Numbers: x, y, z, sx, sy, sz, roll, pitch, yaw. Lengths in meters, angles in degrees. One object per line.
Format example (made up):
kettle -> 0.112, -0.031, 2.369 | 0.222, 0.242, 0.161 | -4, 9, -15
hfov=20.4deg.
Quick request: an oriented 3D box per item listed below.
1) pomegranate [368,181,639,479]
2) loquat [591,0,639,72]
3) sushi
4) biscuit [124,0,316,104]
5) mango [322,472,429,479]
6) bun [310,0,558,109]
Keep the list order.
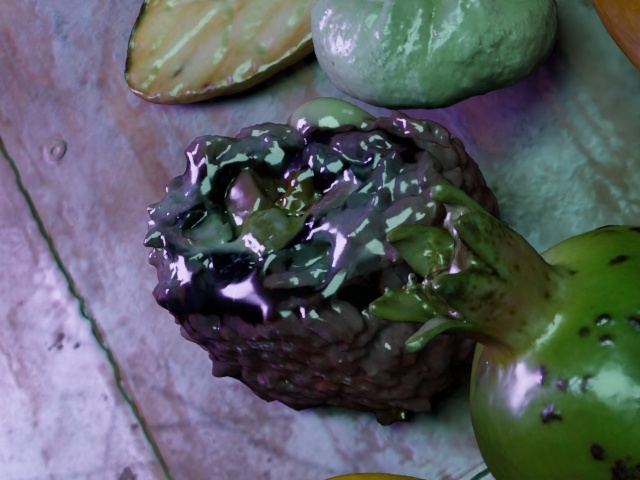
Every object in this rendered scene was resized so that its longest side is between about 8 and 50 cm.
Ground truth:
pomegranate -> 0.178, 0.094, 1.158 | 0.231, 0.286, 0.231 | -18, 65, 43
loquat -> 0.336, -0.224, 1.219 | 0.328, 0.328, 0.328 | -11, 62, 21
sushi -> 0.000, 0.000, 1.355 | 0.270, 0.171, 0.236 | 5, 69, 33
biscuit -> -0.069, -0.216, 1.574 | 0.260, 0.041, 0.203 | -41, 59, 4
mango -> 0.080, 0.257, 1.225 | 0.317, 0.119, 0.176 | 15, 66, 26
bun -> 0.089, -0.186, 1.397 | 0.195, 0.118, 0.195 | -6, 32, 4
